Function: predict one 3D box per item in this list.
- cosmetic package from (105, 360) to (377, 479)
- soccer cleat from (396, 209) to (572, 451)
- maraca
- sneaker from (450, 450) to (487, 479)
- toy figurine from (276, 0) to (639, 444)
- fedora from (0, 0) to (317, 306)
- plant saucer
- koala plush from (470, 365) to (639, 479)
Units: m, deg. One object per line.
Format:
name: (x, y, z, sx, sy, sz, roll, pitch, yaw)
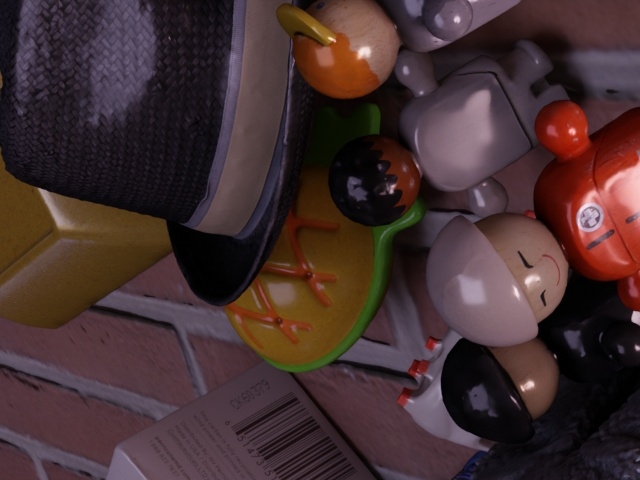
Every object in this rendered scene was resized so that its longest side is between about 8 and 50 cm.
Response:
cosmetic package: (-0.068, 0.218, 1.156, 0.151, 0.151, 0.183, 48, 144, 20)
soccer cleat: (0.114, 0.055, 0.891, 0.076, 0.068, 0.196, 28, 135, -2)
maraca: (0.000, 0.000, 0.967, 0.127, 0.099, 0.185, 47, 119, 27)
sneaker: (0.084, 0.213, 1.013, 0.083, 0.087, 0.221, 50, 145, 15)
toy figurine: (0.083, -0.028, 0.718, 0.209, 0.148, 0.213, 55, 174, 23)
fedora: (-0.109, -0.118, 0.870, 0.334, 0.153, 0.334, 180, 90, -74)
plant saucer: (-0.282, -0.089, 1.283, 0.333, 0.081, 0.332, -30, 88, 56)
koala plush: (0.199, 0.170, 0.763, 0.221, 0.203, 0.196, 54, 148, -10)
